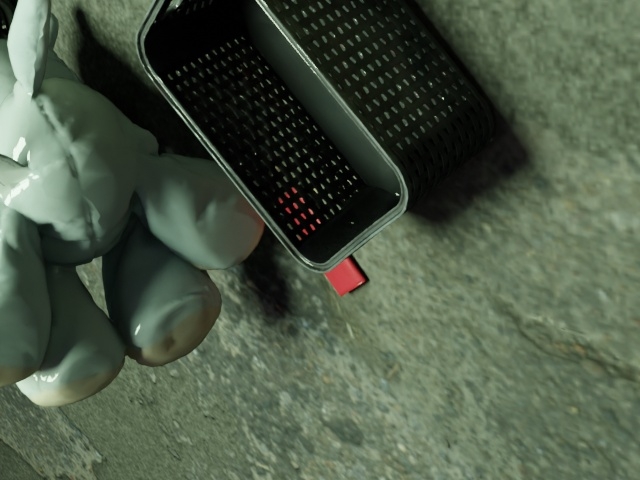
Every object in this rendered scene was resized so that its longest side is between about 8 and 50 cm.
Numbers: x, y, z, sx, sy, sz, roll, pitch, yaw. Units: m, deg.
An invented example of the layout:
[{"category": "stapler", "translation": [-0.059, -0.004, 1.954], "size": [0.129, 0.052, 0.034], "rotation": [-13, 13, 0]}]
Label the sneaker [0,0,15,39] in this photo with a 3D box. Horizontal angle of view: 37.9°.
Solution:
[{"category": "sneaker", "translation": [-0.346, -0.135, 0.866], "size": [0.147, 0.104, 0.296], "rotation": [39, 137, 30]}]

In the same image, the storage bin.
[{"category": "storage bin", "translation": [-0.007, -0.087, 0.529], "size": [0.180, 0.084, 0.122], "rotation": [52, 145, 2]}]

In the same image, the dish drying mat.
[{"category": "dish drying mat", "translation": [0.000, 0.000, 0.662], "size": [0.083, 0.008, 0.032], "rotation": [55, 144, 1]}]

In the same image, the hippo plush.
[{"category": "hippo plush", "translation": [-0.217, -0.036, 0.675], "size": [0.236, 0.234, 0.294], "rotation": [35, 174, 44]}]
